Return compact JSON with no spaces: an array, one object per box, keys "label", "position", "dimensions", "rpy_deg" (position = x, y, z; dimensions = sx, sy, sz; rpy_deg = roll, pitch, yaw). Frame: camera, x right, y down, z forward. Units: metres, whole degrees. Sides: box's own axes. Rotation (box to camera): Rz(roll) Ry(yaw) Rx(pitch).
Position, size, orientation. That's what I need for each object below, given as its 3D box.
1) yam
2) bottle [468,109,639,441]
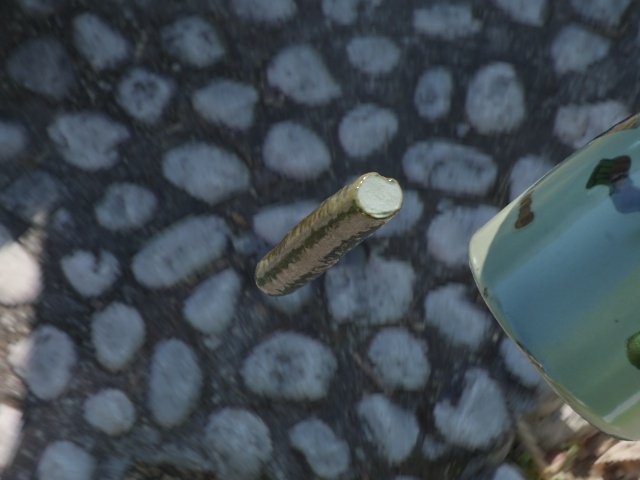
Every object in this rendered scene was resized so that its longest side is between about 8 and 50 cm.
[{"label":"yam","position":[0.000,0.000,0.642],"dimensions":[0.021,0.116,0.021],"rpy_deg":[6,73,-19]},{"label":"bottle","position":[0.309,-0.021,1.320],"dimensions":[0.352,0.229,0.229],"rpy_deg":[-39,79,16]}]
